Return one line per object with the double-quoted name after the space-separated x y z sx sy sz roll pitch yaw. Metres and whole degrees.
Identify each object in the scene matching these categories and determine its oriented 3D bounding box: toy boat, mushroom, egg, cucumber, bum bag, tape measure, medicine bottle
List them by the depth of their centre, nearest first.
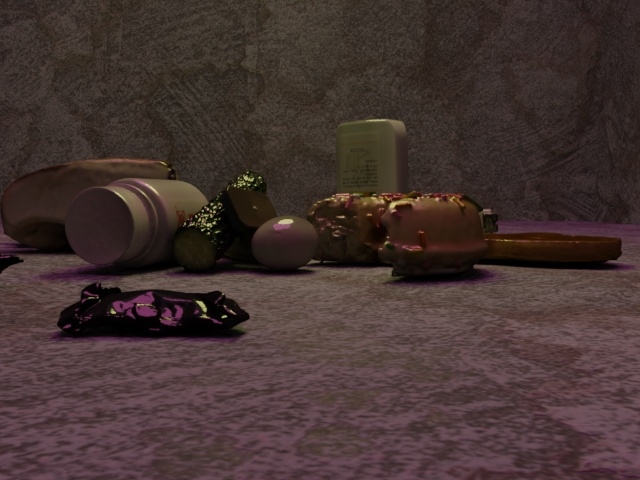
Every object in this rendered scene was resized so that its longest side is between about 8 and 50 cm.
-0.173 0.070 0.720 0.198 0.049 0.087 1 9 -2 "bum bag"
-0.064 0.005 1.260 0.135 0.103 0.103 -10 10 -39 "egg"
-0.337 -0.034 1.298 0.170 0.170 0.293 2 4 15 "medicine bottle"
-0.186 -0.054 1.360 0.096 0.096 0.359 2 24 12 "cucumber"
-0.149 0.003 1.479 0.111 0.084 0.276 -5 4 -34 "toy boat"
-0.539 -0.087 1.651 0.398 0.224 0.313 -1 7 -7 "mushroom"
0.129 -0.136 1.717 0.179 0.324 0.124 0 3 34 "medicine bottle"
0.405 -0.046 1.999 0.197 0.120 0.236 -1 0 7 "tape measure"

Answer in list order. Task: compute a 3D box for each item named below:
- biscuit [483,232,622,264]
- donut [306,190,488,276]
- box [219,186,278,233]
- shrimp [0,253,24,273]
0.477 0.018 1.512 0.344 0.057 0.287 2 5 18 "biscuit"
0.158 -0.019 1.318 0.308 0.150 0.371 -1 4 -30 "donut"
-0.133 -0.053 1.301 0.031 0.091 0.126 -37 -20 26 "box"
-0.542 0.056 0.923 0.262 0.051 0.198 -4 13 -23 "shrimp"
